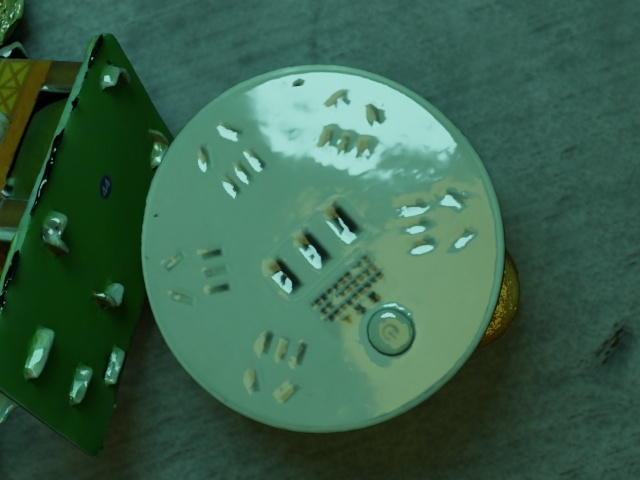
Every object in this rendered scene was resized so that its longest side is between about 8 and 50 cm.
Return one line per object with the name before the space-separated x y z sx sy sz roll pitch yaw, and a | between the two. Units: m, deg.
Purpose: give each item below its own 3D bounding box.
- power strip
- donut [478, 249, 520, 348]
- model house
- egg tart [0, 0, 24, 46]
power strip | 0.000 0.000 0.920 0.357 0.161 0.358 0 89 10
donut | 0.142 0.052 1.015 0.151 0.058 0.152 0 94 0
model house | -0.328 0.008 0.889 0.312 0.242 0.358 2 64 17
egg tart | -0.390 -0.245 0.957 0.197 0.078 0.197 0 94 -3
